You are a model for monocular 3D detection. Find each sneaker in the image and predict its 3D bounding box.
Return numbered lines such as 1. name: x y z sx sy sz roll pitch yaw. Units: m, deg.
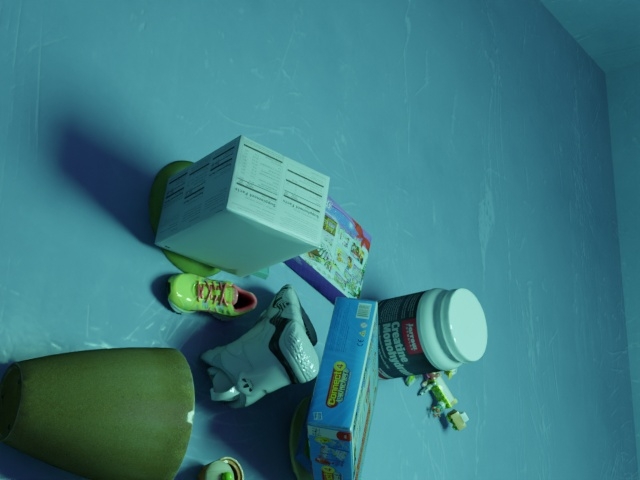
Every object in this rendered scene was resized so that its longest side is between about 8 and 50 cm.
1. sneaker: -0.207 0.103 1.809 0.208 0.094 0.082 16 67 -48
2. sneaker: -0.122 0.208 1.858 0.366 0.210 0.137 -102 167 -75

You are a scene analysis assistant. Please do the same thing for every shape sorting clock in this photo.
1. shape sorting clock: -0.011 0.431 1.992 0.206 0.040 0.206 34 50 -54

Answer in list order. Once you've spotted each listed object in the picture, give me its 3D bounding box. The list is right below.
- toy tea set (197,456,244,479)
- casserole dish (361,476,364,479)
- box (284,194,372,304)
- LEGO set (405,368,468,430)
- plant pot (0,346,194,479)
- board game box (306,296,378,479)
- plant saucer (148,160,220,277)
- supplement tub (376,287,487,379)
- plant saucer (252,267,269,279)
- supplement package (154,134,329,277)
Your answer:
1. toy tea set: -0.115 0.550 1.709 0.336 0.124 0.200 52 45 -17
2. casserole dish: 0.081 0.578 2.037 0.188 0.037 0.114 61 37 -35
3. box: 0.000 0.000 2.148 0.293 0.057 0.201 42 48 -36
4. LEGO set: 0.287 0.370 2.357 0.107 0.132 0.287 -33 129 -35
5. plant pot: -0.365 0.269 1.463 0.254 0.237 0.237 14 66 -34
6. board game box: 0.051 0.327 1.887 0.302 0.086 0.308 86 14 -46
7. plant saucer: -0.240 -0.048 1.869 0.241 0.037 0.241 23 59 -46
8. supplement tub: 0.230 0.218 2.190 0.191 0.272 0.191 23 60 -46
9. plant saucer: -0.168 0.025 1.892 0.192 0.018 0.067 21 61 -47
10. supplement package: -0.145 -0.053 1.722 0.204 0.261 0.145 23 64 -31
